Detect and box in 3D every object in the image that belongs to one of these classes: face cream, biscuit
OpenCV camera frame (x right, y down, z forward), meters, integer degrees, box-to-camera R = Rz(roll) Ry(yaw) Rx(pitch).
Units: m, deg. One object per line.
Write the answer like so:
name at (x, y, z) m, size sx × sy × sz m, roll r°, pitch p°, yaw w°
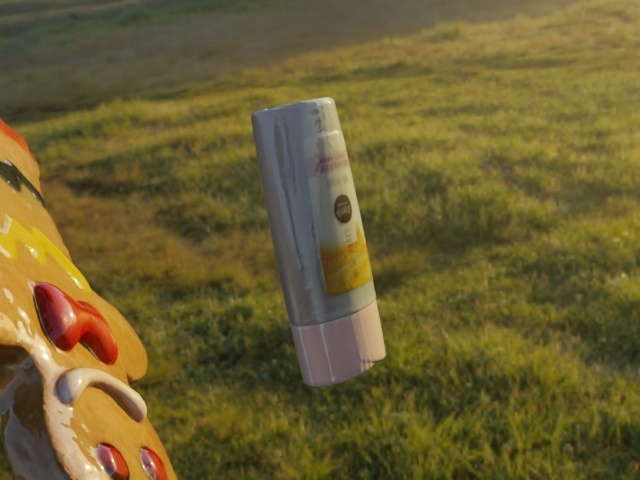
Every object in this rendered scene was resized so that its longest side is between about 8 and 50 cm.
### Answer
face cream at (0.000, 0.000, 0.671) m, size 0.057 × 0.198 × 0.084 m, roll -8°, pitch 9°, yaw 36°
biscuit at (-0.117, 0.019, 0.374) m, size 0.036 × 0.250 × 0.165 m, roll -35°, pitch -24°, yaw 5°
